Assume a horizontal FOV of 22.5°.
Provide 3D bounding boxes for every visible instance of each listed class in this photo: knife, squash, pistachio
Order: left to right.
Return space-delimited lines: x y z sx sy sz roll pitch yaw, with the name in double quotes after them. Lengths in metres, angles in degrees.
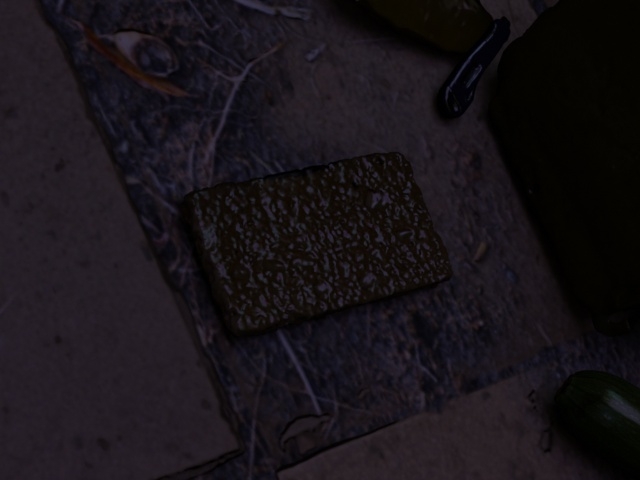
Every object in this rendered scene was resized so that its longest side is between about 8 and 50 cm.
0.083 -0.229 1.469 0.173 0.049 0.089 24 80 -32 "pistachio"
0.144 -0.160 1.472 0.031 0.018 0.121 44 69 -19 "knife"
0.297 0.183 1.384 0.219 0.077 0.068 35 62 -15 "squash"

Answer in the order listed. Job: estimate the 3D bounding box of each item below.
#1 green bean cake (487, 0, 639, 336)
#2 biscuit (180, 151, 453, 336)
0.334 -0.100 1.415 0.202 0.285 0.310 -7 73 -39 "green bean cake"
0.000 0.000 1.323 0.231 0.025 0.131 -12 75 -35 "biscuit"
